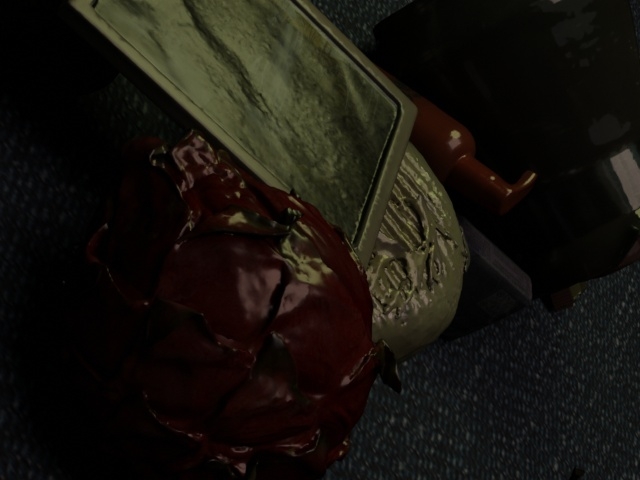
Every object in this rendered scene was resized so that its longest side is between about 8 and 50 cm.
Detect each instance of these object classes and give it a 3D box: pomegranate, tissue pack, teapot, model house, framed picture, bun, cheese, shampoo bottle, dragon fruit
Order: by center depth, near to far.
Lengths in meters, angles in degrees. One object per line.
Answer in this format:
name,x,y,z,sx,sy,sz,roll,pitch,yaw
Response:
dragon fruit,-0.076,0.062,1.121,0.244,0.244,0.299,-39,118,-58
pomegranate,-0.192,-0.175,1.244,0.163,0.125,0.138,39,25,-41
framed picture,-0.053,-0.144,1.249,0.324,0.020,0.240,43,39,-18
bun,0.000,0.005,1.356,0.272,0.168,0.273,22,53,-32
shampoo bottle,0.100,-0.102,1.541,0.244,0.085,0.085,36,22,24
tissue pack,0.131,0.033,1.568,0.156,0.112,0.051,40,38,-34
teapot,0.239,-0.129,1.707,0.362,0.305,0.376,64,-6,-2
cheese,0.196,-0.004,1.782,0.111,0.017,0.047,60,29,-6
model house,0.285,0.037,1.857,0.058,0.057,0.083,-40,124,-32

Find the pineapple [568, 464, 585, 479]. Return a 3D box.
pineapple,0.107,0.286,1.110,0.175,0.361,0.175,32,41,-33
